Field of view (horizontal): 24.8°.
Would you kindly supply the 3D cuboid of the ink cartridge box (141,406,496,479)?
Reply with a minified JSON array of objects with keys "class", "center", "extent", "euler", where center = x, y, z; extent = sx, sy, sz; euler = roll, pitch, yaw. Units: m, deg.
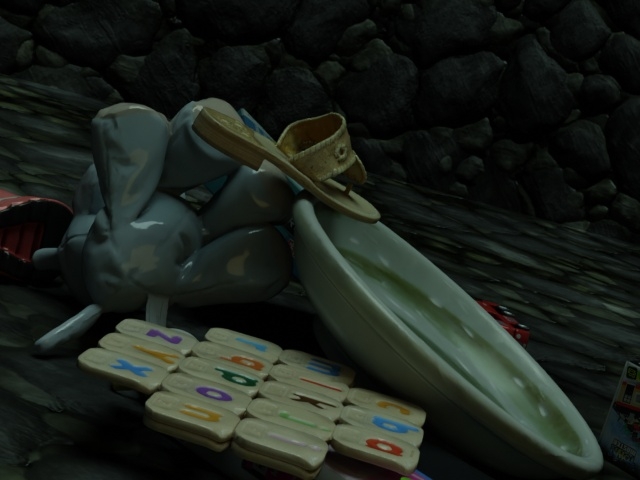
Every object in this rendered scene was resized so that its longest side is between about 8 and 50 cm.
[{"class":"ink cartridge box","center":[0.033,0.197,1.210],"extent":[0.371,0.069,0.176],"euler":[23,12,41]}]

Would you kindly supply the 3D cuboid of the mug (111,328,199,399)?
[{"class":"mug","center":[-0.144,0.126,1.333],"extent":[0.062,0.078,0.064],"euler":[49,12,-16]}]

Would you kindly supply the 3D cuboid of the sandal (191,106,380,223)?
[{"class":"sandal","center":[-0.008,-0.092,1.413],"extent":[0.240,0.079,0.088],"euler":[24,16,-37]}]

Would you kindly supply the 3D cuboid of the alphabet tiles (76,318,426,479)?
[{"class":"alphabet tiles","center":[-0.051,0.128,1.199],"extent":[0.278,0.021,0.284],"euler":[16,10,4]}]

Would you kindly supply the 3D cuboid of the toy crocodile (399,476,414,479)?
[{"class":"toy crocodile","center":[0.182,0.262,0.955],"extent":[0.340,0.115,0.105],"euler":[25,7,25]}]

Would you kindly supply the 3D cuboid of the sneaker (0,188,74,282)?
[{"class":"sneaker","center":[-0.414,-0.019,1.543],"extent":[0.136,0.116,0.314],"euler":[13,-3,42]}]

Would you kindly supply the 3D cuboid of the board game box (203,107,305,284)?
[{"class":"board game box","center":[0.000,0.000,1.727],"extent":[0.336,0.079,0.254],"euler":[45,5,-11]}]

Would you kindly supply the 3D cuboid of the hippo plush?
[{"class":"hippo plush","center":[-0.165,0.009,1.513],"extent":[0.234,0.294,0.236],"euler":[16,-13,-17]}]

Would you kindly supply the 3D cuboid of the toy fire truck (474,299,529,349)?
[{"class":"toy fire truck","center":[0.199,0.105,2.022],"extent":[0.135,0.047,0.192],"euler":[15,11,-15]}]

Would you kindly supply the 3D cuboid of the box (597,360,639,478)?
[{"class":"box","center":[0.393,0.219,1.550],"extent":[0.036,0.114,0.207],"euler":[9,12,-38]}]

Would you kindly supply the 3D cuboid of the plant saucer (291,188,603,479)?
[{"class":"plant saucer","center":[0.102,0.114,1.446],"extent":[0.400,0.100,0.400],"euler":[40,12,-10]}]
